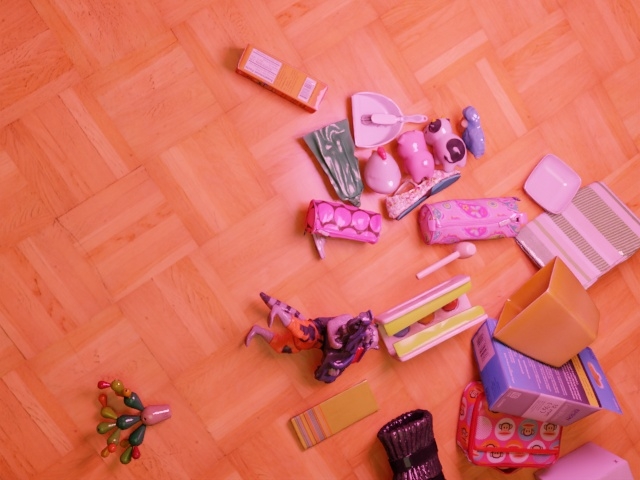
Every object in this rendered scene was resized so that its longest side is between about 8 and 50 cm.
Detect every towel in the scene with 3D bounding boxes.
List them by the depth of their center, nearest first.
[{"bbox_3d":[0.040,0.473,1.725,0.237,0.021,0.102,-25,103,-12],"label":"towel"},{"bbox_3d":[0.755,-0.010,1.815,0.325,0.038,0.248,-33,70,-8],"label":"towel"}]

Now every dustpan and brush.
[{"bbox_3d":[0.192,-0.327,1.706,0.211,0.060,0.147,-5,91,-31],"label":"dustpan and brush"}]

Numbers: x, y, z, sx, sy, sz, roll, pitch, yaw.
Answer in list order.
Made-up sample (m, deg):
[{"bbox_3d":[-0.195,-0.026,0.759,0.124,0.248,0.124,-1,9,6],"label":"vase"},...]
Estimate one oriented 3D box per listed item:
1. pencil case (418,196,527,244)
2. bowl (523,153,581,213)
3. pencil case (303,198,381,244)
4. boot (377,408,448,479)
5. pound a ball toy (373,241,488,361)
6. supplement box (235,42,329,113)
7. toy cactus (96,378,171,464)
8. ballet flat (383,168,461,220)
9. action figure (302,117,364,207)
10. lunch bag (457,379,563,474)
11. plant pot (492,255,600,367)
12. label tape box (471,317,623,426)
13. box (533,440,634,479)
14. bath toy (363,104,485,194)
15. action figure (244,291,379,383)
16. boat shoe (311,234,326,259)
[{"bbox_3d":[0.415,-0.055,1.739,0.284,0.124,0.124,-4,93,-12],"label":"pencil case"},{"bbox_3d":[0.659,-0.159,1.819,0.142,0.053,0.142,39,82,-4],"label":"bowl"},{"bbox_3d":[0.063,-0.042,1.660,0.209,0.098,0.095,8,127,-20],"label":"pencil case"},{"bbox_3d":[0.213,0.627,1.657,0.348,0.131,0.260,-28,105,-53],"label":"boot"},{"bbox_3d":[0.297,0.160,1.713,0.319,0.136,0.208,-26,93,-10],"label":"pound a ball toy"},{"bbox_3d":[-0.100,-0.416,1.630,0.233,0.078,0.080,28,89,-12],"label":"supplement box"},{"bbox_3d":[-0.465,0.444,1.574,0.180,0.112,0.219,-9,85,-22],"label":"toy cactus"},{"bbox_3d":[0.275,-0.145,1.726,0.241,0.091,0.077,-33,75,-14],"label":"ballet flat"},{"bbox_3d":[0.054,-0.193,1.680,0.137,0.063,0.232,-24,93,-13],"label":"action figure"},{"bbox_3d":[0.536,0.539,1.794,0.293,0.120,0.258,6,95,-14],"label":"lunch bag"},{"bbox_3d":[0.620,0.206,1.689,0.187,0.212,0.212,40,125,4],"label":"plant pot"},{"bbox_3d":[0.609,0.369,1.728,0.347,0.249,0.115,17,126,-14],"label":"label tape box"},{"bbox_3d":[0.806,0.806,1.833,0.215,0.168,0.345,-24,98,-11],"label":"box"},{"bbox_3d":[0.268,-0.244,1.683,0.348,0.151,0.129,-24,134,-14],"label":"bath toy"},{"bbox_3d":[0.010,0.216,1.608,0.330,0.341,0.178,13,48,-20],"label":"action figure"},{"bbox_3d":[0.000,0.000,1.690,0.035,0.035,0.100,-19,89,-9],"label":"boat shoe"}]
